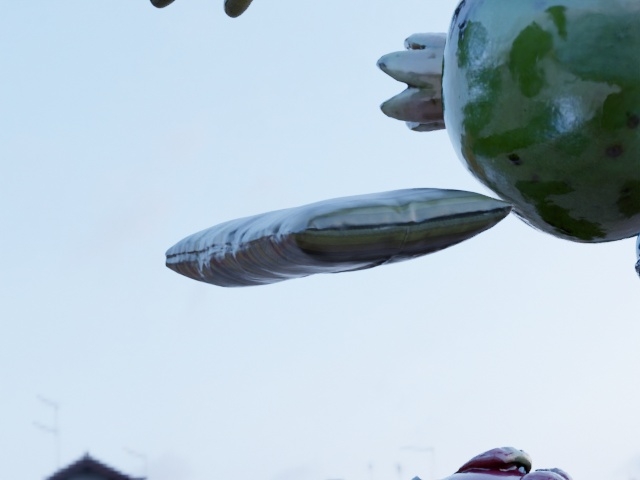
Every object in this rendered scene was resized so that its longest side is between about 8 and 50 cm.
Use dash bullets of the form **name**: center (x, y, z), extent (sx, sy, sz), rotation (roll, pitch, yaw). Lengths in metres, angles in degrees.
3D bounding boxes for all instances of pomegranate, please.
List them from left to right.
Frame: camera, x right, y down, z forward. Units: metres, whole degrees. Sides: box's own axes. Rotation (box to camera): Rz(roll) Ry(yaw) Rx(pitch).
- **pomegranate**: center (0.134, -0.093, 0.694), extent (0.225, 0.187, 0.187), rotation (9, -11, 45)

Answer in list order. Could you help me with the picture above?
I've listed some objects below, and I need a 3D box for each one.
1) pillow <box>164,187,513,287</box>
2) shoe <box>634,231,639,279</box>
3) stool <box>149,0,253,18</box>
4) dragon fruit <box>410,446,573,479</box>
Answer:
- **pillow**: center (0.000, 0.000, 0.604), extent (0.113, 0.038, 0.203), rotation (-8, -1, -22)
- **shoe**: center (0.174, 0.017, 0.455), extent (0.106, 0.207, 0.091), rotation (-10, -55, 47)
- **stool**: center (-0.096, -0.271, 1.052), extent (0.135, 0.134, 0.110), rotation (40, -44, -13)
- **dragon fruit**: center (0.124, 0.263, 0.895), extent (0.218, 0.198, 0.272), rotation (-14, -7, 26)
